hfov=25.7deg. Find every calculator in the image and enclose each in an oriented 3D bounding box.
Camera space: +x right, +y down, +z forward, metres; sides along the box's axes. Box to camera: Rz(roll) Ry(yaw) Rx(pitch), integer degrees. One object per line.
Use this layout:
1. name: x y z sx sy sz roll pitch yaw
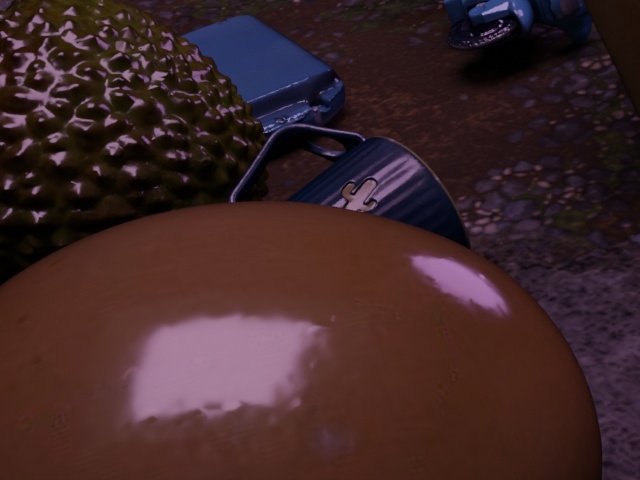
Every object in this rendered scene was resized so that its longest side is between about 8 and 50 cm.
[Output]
1. calculator: -0.094 -0.160 1.437 0.173 0.051 0.293 -25 32 -16

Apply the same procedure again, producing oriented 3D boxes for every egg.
1. egg: -0.047 0.130 0.699 0.374 0.301 0.301 -28 29 11

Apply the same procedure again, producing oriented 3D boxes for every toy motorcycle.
1. toy motorcycle: 0.212 -0.278 1.446 0.182 0.123 0.272 -18 30 13

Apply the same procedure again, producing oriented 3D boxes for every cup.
1. cup: 0.000 0.000 1.050 0.155 0.131 0.176 -35 74 -23

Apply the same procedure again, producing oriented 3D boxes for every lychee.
1. lychee: -0.200 -0.071 1.150 0.320 0.270 0.270 37 49 10

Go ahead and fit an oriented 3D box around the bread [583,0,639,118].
1. bread: 0.335 -0.246 1.154 0.242 0.405 0.345 -16 42 17
